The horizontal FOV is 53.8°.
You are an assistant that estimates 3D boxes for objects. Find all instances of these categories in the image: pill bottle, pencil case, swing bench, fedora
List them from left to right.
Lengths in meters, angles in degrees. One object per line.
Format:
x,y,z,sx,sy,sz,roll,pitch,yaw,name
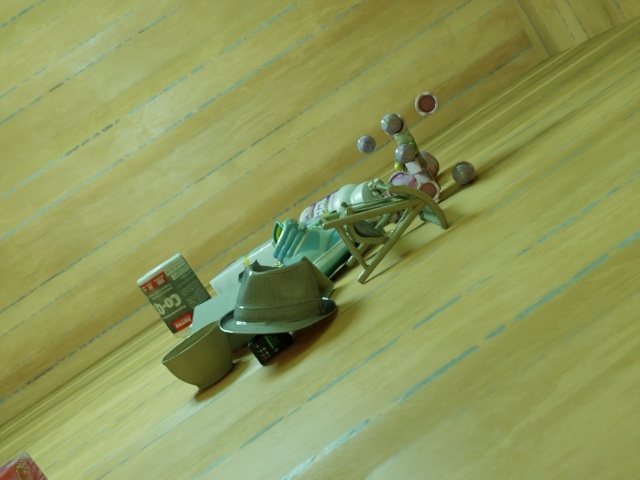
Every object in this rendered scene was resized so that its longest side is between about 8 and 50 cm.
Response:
-0.421,0.197,1.951,0.161,0.283,0.161,-33,7,5,pill bottle
-0.092,0.109,1.344,0.244,0.124,0.275,-3,4,24,fedora
0.080,-0.083,2.056,0.301,0.169,0.169,-28,9,46,pill bottle
0.144,-0.048,1.540,0.255,0.165,0.253,-33,6,0,swing bench
0.316,-0.213,2.114,0.124,0.124,0.284,-30,7,29,pencil case

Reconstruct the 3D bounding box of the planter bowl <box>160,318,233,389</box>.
-0.270,0.273,1.457,0.162,0.109,0.162,-33,6,4,planter bowl

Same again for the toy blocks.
0.242,-0.223,1.774,0.309,0.288,0.260,-28,3,18,toy blocks

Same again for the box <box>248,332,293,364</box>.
-0.106,0.215,1.340,0.083,0.052,0.062,-35,6,-3,box

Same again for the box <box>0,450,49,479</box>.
-0.633,0.541,1.214,0.123,0.128,0.257,-33,6,6,box

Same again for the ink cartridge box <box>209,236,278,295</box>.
-0.241,0.103,2.415,0.306,0.131,0.226,-33,7,18,ink cartridge box

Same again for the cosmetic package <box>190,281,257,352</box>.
-0.220,0.200,1.585,0.238,0.107,0.127,-29,46,41,cosmetic package

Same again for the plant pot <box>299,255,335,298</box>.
-0.046,0.120,1.538,0.096,0.109,0.109,-44,2,24,plant pot

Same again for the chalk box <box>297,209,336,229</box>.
0.000,0.000,1.957,0.213,0.132,0.132,-18,15,45,chalk box

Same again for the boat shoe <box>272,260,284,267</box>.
-0.101,0.066,1.913,0.190,0.072,0.068,-25,-14,12,boat shoe

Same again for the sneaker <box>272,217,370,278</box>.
-0.008,-0.016,1.761,0.319,0.208,0.127,-40,-19,-46,sneaker
